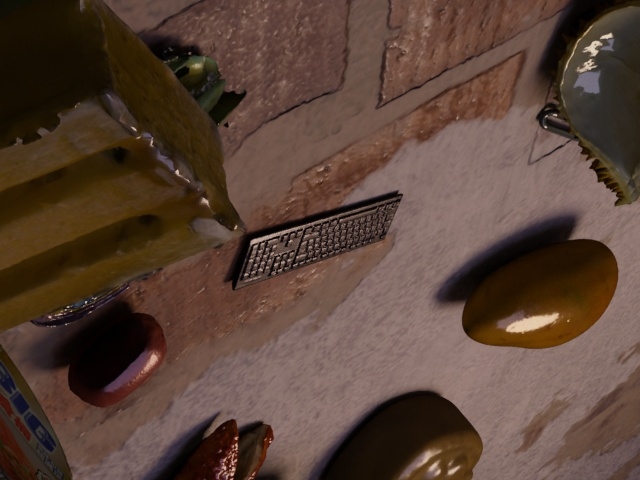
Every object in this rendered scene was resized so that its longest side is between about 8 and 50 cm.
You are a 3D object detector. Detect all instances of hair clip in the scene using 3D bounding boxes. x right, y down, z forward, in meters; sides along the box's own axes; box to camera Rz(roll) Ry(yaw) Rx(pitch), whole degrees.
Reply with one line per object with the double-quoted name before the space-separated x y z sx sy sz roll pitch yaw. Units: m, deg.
"hair clip" -0.188 0.021 1.009 0.116 0.049 0.172 -31 162 6

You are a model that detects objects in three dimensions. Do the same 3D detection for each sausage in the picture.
"sausage" -0.174 0.103 1.123 0.094 0.059 0.054 -42 173 -9

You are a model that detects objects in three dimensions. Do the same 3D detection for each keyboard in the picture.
"keyboard" 0.000 0.000 1.258 0.202 0.011 0.067 -18 143 -40

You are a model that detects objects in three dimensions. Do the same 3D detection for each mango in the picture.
"mango" 0.270 0.075 1.618 0.253 0.113 0.138 -18 144 -36

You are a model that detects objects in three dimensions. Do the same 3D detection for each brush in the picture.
"brush" 0.313 -0.116 1.491 0.062 0.027 0.266 -53 151 19

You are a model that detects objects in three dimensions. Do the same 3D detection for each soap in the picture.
"soap" -0.221 -0.013 0.737 0.315 0.091 0.199 -21 154 12

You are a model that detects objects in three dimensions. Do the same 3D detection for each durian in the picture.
"durian" 0.318 -0.160 1.313 0.144 0.139 0.252 -19 145 -46

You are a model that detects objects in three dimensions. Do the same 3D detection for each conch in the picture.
"conch" -0.137 -0.064 0.915 0.200 0.079 0.095 -53 143 -19

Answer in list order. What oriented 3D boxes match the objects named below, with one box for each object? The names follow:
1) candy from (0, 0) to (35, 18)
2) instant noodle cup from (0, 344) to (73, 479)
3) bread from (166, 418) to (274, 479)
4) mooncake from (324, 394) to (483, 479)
"candy" -0.225 -0.187 0.627 0.093 0.092 0.335 -65 147 -15
"instant noodle cup" -0.287 0.147 0.910 0.153 0.205 0.205 -30 152 -2
"bread" -0.141 0.315 1.442 0.269 0.095 0.139 -52 159 10
"mooncake" 0.115 0.308 1.752 0.235 0.117 0.235 -31 153 -18
